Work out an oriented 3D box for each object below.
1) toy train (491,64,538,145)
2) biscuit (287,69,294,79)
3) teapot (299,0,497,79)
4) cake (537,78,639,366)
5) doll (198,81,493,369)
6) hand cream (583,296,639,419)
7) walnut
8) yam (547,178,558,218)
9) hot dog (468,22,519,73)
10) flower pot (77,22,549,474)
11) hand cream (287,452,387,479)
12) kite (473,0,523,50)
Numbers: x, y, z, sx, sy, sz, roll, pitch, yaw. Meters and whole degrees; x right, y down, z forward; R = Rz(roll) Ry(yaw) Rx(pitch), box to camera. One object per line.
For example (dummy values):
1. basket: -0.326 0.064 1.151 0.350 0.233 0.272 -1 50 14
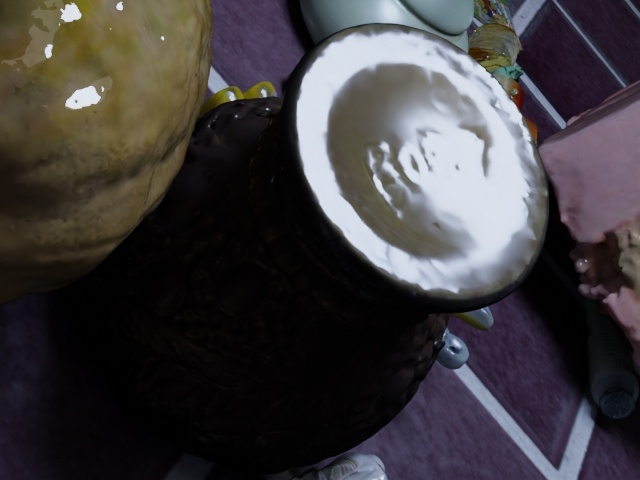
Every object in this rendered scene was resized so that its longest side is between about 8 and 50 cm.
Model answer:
1. toy train: 0.180 -0.130 1.520 0.074 0.118 0.176 45 34 -18
2. biscuit: 0.063 -0.066 1.324 0.280 0.043 0.183 54 3 21
3. teapot: 0.095 -0.274 1.519 0.220 0.149 0.318 41 34 -22
4. cake: 0.408 -0.034 1.474 0.307 0.293 0.314 65 17 -5
5. doll: 0.014 -0.010 1.194 0.316 0.103 0.145 52 10 14
6. hand cream: 0.317 0.114 1.536 0.080 0.050 0.234 44 25 -16
7. walnut: -0.215 -0.123 0.834 0.306 0.306 0.344 44 25 -15
8. yam: 0.217 -0.025 1.533 0.057 0.057 0.241 53 29 1
9. hot dog: 0.197 -0.211 1.672 0.169 0.078 0.061 -47 139 -58
10. flower pot: 0.000 0.000 0.941 0.266 0.267 0.267 13 62 -25
11. hand cream: -0.017 0.209 0.991 0.257 0.050 0.084 -23 81 -55
12. kite: 0.199 -0.353 1.876 0.244 0.006 0.198 52 31 -2
